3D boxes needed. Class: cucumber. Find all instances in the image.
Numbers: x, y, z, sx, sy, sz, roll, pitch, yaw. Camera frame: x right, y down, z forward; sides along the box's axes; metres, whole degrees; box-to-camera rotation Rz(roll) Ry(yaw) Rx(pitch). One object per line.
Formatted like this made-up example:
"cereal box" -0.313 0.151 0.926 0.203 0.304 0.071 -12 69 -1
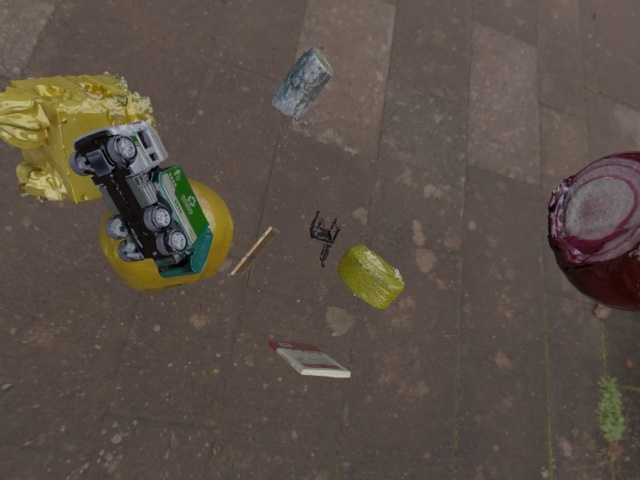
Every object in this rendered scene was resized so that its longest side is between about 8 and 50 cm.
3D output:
"cucumber" -0.029 -0.250 0.664 0.064 0.112 0.064 35 23 -17

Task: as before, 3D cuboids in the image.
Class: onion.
"onion" 0.357 -0.010 0.427 0.135 0.198 0.173 18 74 -28

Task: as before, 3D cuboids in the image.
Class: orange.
"orange" -0.329 -0.008 0.907 0.279 0.279 0.235 -15 75 -21

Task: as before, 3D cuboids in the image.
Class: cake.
"cake" -0.527 -0.220 0.881 0.222 0.228 0.286 29 39 31
"cake" 0.193 0.139 1.612 0.260 0.179 0.156 35 109 0

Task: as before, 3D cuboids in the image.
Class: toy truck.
"toy truck" -0.267 -0.056 0.649 0.124 0.114 0.253 -55 130 -56

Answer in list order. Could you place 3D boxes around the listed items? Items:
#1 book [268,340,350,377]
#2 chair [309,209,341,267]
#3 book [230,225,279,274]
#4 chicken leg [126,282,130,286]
"book" -0.038 0.345 1.213 0.162 0.232 0.022 13 91 -31
"chair" 0.000 0.000 1.811 0.113 0.229 0.106 17 27 -15
"book" -0.259 0.043 1.667 0.018 0.170 0.242 40 91 5
"chicken leg" -0.578 0.103 1.473 0.251 0.107 0.087 -18 37 1
